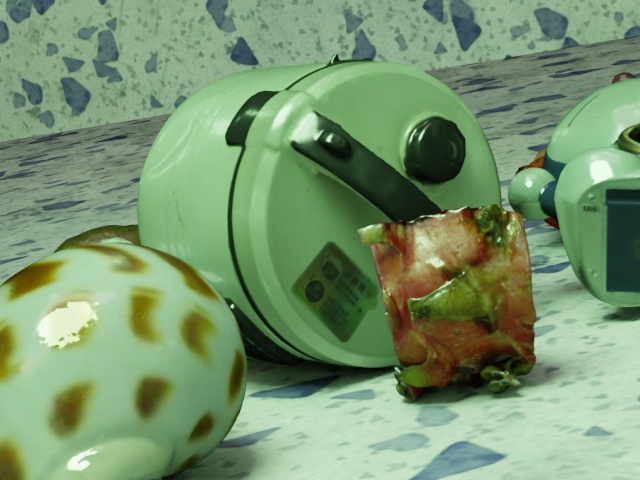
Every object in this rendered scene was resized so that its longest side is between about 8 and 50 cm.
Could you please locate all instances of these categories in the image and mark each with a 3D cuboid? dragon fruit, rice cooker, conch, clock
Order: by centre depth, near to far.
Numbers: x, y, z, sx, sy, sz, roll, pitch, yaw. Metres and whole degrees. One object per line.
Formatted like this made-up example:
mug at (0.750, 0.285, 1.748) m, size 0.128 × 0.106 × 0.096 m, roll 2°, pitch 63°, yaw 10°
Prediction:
conch at (-0.134, 0.077, 1.072) m, size 0.183 × 0.149 × 0.275 m, roll -13°, pitch 7°, yaw 10°
dragon fruit at (0.083, 0.053, 1.145) m, size 0.102 × 0.096 × 0.147 m, roll -7°, pitch -33°, yaw 4°
rice cooker at (0.002, -0.016, 1.298) m, size 0.226 × 0.226 × 0.244 m, roll -18°, pitch 10°, yaw -34°
clock at (0.237, -0.037, 1.337) m, size 0.199 × 0.146 × 0.243 m, roll -4°, pitch 15°, yaw 9°

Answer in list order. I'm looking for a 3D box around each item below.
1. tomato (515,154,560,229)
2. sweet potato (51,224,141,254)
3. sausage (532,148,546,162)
tomato at (0.261, -0.049, 1.554) m, size 0.174 × 0.082 × 0.166 m, roll -13°, pitch 5°, yaw 16°
sweet potato at (-0.218, 0.029, 1.684) m, size 0.269 × 0.075 × 0.075 m, roll -18°, pitch 11°, yaw -15°
sausage at (0.255, -0.080, 1.882) m, size 0.034 × 0.034 × 0.083 m, roll -19°, pitch 13°, yaw -39°
